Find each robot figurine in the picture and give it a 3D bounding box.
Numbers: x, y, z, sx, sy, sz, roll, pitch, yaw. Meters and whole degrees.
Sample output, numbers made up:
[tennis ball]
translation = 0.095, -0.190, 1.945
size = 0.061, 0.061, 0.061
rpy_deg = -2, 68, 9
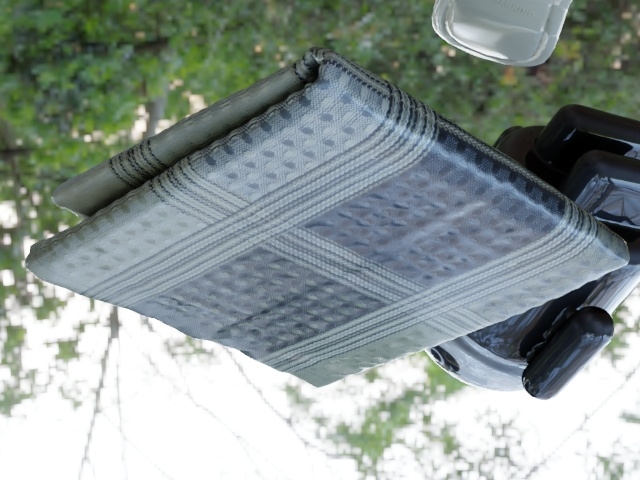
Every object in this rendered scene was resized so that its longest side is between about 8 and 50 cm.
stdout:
[robot figurine]
translation = 0.189, 0.011, 1.139
size = 0.174, 0.278, 0.209
rpy_deg = 36, -142, 5

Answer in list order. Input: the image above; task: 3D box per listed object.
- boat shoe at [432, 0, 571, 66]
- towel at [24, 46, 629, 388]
[boat shoe]
translation = 0.143, -0.203, 0.781
size = 0.117, 0.096, 0.324
rpy_deg = 21, 168, 0
[towel]
translation = 0.000, 0.000, 0.906
size = 0.312, 0.056, 0.324
rpy_deg = 26, 142, -38
